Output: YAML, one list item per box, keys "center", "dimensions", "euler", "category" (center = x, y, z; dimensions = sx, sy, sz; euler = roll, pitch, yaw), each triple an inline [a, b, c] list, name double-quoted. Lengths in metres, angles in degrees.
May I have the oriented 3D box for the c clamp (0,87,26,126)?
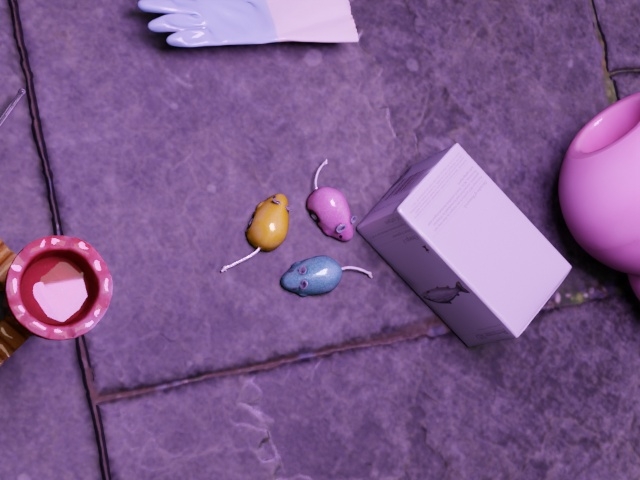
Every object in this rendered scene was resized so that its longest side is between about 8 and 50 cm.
- center: [-0.371, -0.116, 1.121]
  dimensions: [0.161, 0.022, 0.137]
  euler: [29, 77, -16]
  category: "c clamp"

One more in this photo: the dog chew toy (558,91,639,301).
- center: [0.407, 0.000, 1.341]
  dimensions: [0.206, 0.207, 0.332]
  euler: [-47, 107, -23]
  category: "dog chew toy"

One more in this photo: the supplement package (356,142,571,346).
- center: [0.146, 0.008, 1.272]
  dimensions: [0.179, 0.105, 0.105]
  euler: [46, 66, -8]
  category: "supplement package"

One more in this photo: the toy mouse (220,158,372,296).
- center: [0.000, 0.000, 1.250]
  dimensions: [0.143, 0.031, 0.161]
  euler: [34, 69, -14]
  category: "toy mouse"

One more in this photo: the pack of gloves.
- center: [-0.093, -0.278, 1.270]
  dimensions: [0.232, 0.046, 0.195]
  euler: [-6, 71, -27]
  category: "pack of gloves"

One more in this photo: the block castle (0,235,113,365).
- center: [-0.414, 0.097, 0.947]
  dimensions: [0.303, 0.213, 0.453]
  euler: [45, 69, -10]
  category: "block castle"
